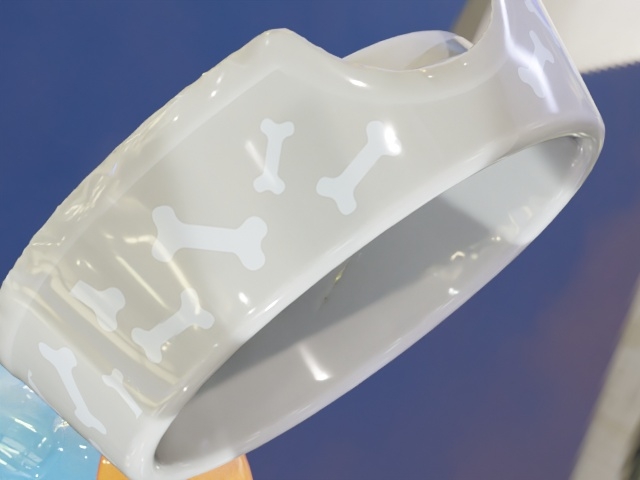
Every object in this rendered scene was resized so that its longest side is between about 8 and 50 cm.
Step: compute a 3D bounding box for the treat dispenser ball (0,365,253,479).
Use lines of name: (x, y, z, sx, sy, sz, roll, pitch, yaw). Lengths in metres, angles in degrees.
treat dispenser ball: (-0.187, 0.204, 1.244, 0.288, 0.288, 0.288, -41, -34, -37)

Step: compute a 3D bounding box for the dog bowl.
dog bowl: (0.000, 0.000, 0.926, 0.348, 0.102, 0.349, -35, -15, -11)
